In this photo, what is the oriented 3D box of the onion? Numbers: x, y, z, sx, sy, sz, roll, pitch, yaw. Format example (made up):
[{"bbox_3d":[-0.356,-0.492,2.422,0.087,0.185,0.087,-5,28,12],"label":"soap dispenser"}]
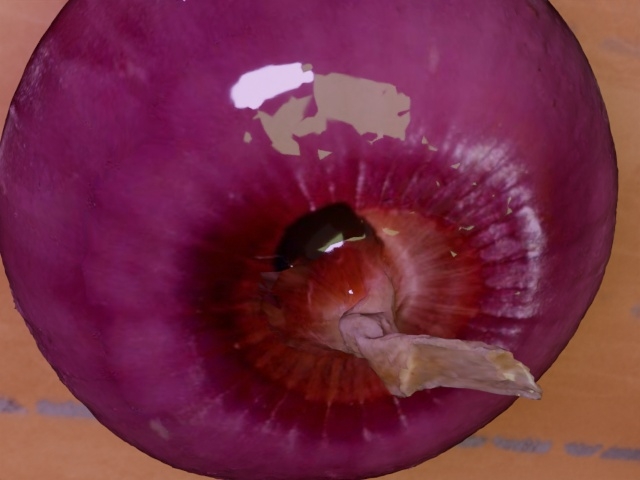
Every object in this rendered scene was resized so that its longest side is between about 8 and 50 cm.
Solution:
[{"bbox_3d":[-0.016,-0.015,0.763,0.358,0.345,0.358,7,112,18],"label":"onion"}]
